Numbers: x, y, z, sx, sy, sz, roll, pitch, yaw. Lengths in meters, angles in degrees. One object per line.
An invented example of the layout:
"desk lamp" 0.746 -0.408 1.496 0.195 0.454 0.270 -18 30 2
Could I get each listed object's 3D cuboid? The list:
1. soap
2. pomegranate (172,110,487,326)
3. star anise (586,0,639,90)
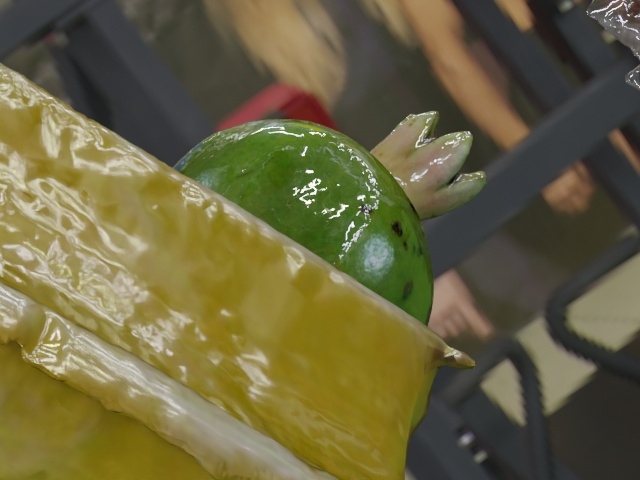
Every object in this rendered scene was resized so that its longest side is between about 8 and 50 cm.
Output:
"soap" -0.165 0.080 0.545 0.293 0.335 0.156 -47 24 30
"pomegranate" 0.001 0.001 1.079 0.225 0.187 0.187 -39 14 -25
"star anise" 0.310 -0.086 1.023 0.331 0.331 0.118 0 67 66
